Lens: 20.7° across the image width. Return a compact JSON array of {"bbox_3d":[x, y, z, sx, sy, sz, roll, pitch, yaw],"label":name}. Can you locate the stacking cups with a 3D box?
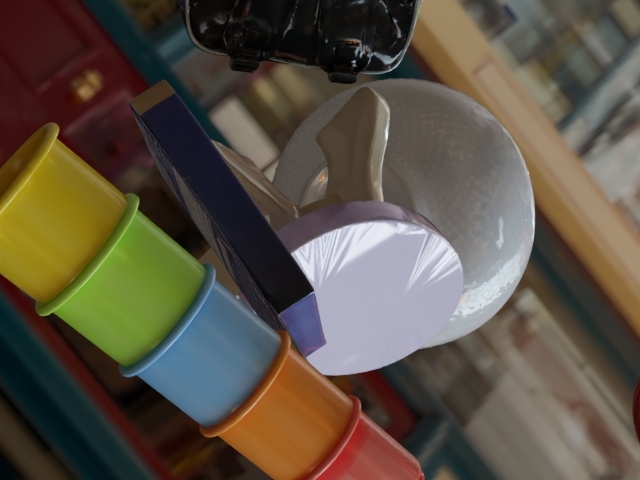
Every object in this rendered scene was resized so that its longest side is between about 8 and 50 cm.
[{"bbox_3d":[-0.065,0.060,1.043,0.096,0.316,0.096,-47,-164,18],"label":"stacking cups"}]

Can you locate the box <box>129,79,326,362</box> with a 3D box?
[{"bbox_3d":[-0.053,0.005,1.228,0.036,0.225,0.136,-32,163,-7],"label":"box"}]

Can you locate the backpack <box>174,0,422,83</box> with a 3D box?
[{"bbox_3d":[-0.008,-0.294,1.562,0.191,0.225,0.253,-104,-156,-58],"label":"backpack"}]

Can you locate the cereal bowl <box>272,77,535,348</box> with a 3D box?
[{"bbox_3d":[0.077,-0.030,2.101,0.339,0.339,0.141,-35,166,26],"label":"cereal bowl"}]

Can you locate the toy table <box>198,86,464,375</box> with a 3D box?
[{"bbox_3d":[0.000,0.000,1.565,0.252,0.161,0.274,-40,147,4],"label":"toy table"}]

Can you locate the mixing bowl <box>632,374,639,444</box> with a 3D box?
[{"bbox_3d":[0.341,0.153,1.540,0.098,0.181,0.181,-3,165,-33],"label":"mixing bowl"}]
